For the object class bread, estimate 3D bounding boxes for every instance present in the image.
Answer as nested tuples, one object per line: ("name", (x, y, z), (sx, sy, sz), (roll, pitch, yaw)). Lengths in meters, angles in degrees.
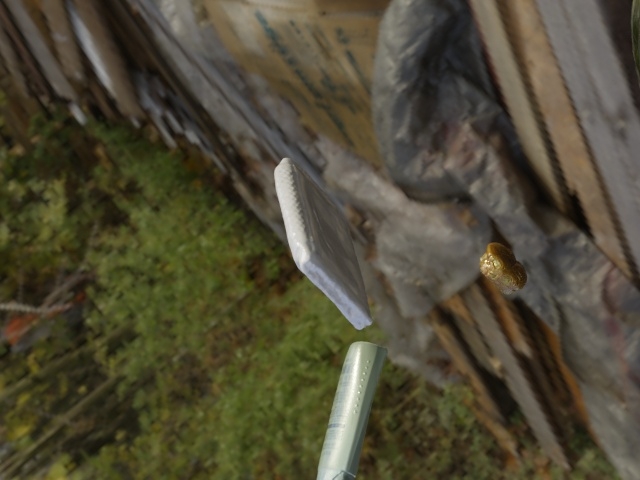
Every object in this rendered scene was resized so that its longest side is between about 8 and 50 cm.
("bread", (0.277, 0.044, 1.699), (0.081, 0.046, 0.083), (7, -131, -56))

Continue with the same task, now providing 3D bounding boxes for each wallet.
("wallet", (0.000, 0.000, 1.129), (0.124, 0.032, 0.183), (46, -163, -35))

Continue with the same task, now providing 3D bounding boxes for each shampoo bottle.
("shampoo bottle", (0.039, 0.241, 1.504), (0.049, 0.212, 0.072), (27, 157, -28))

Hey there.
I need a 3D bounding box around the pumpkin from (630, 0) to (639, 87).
("pumpkin", (0.358, -0.168, 0.639), (0.344, 0.454, 0.454), (13, 154, 11))
